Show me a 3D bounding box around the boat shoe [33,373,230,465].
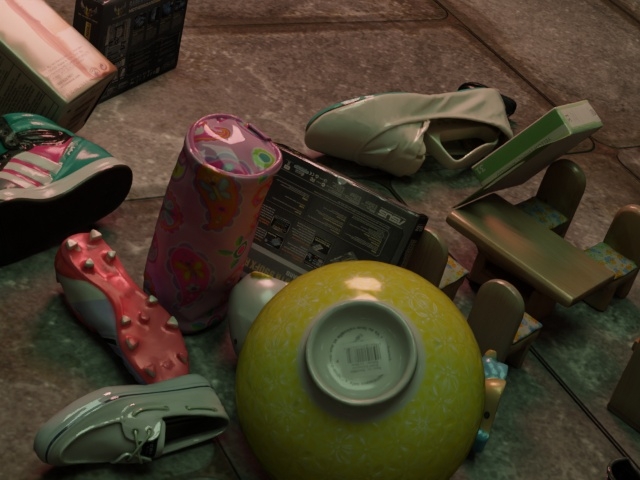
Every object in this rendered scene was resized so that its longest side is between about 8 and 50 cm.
[{"bbox_3d":[-0.195,0.202,1.277,0.226,0.083,0.076,-17,45,-39],"label":"boat shoe"}]

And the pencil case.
[{"bbox_3d":[-0.136,-0.016,1.435,0.124,0.284,0.124,12,42,-11],"label":"pencil case"}]

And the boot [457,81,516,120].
[{"bbox_3d":[0.290,-0.235,2.122,0.121,0.045,0.099,23,41,14],"label":"boot"}]

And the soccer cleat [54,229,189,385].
[{"bbox_3d":[-0.241,0.097,1.421,0.083,0.095,0.248,-24,65,-38],"label":"soccer cleat"}]

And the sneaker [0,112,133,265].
[{"bbox_3d":[-0.413,-0.079,1.548,0.178,0.124,0.295,36,39,27],"label":"sneaker"}]

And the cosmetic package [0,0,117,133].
[{"bbox_3d":[-0.458,-0.277,1.691,0.296,0.153,0.129,44,43,-2],"label":"cosmetic package"}]

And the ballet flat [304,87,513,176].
[{"bbox_3d":[0.165,-0.170,1.921,0.400,0.139,0.139,-11,43,-34],"label":"ballet flat"}]

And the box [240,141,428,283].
[{"bbox_3d":[0.000,0.000,1.550,0.231,0.183,0.056,27,9,16],"label":"box"}]

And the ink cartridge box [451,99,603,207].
[{"bbox_3d":[0.293,-0.128,1.722,0.235,0.171,0.056,-16,73,-52],"label":"ink cartridge box"}]

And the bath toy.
[{"bbox_3d":[0.045,0.145,1.428,0.348,0.129,0.151,19,-10,1],"label":"bath toy"}]

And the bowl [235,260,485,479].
[{"bbox_3d":[0.044,0.141,1.274,0.289,0.156,0.290,0,69,1],"label":"bowl"}]

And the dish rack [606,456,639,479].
[{"bbox_3d":[0.474,0.336,1.367,0.271,0.074,0.208,-3,40,-26],"label":"dish rack"}]

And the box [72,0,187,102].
[{"bbox_3d":[-0.307,-0.338,1.901,0.059,0.183,0.232,29,37,18],"label":"box"}]

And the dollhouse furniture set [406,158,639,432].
[{"bbox_3d":[0.363,0.029,1.591,0.394,0.257,0.362,38,40,28],"label":"dollhouse furniture set"}]
